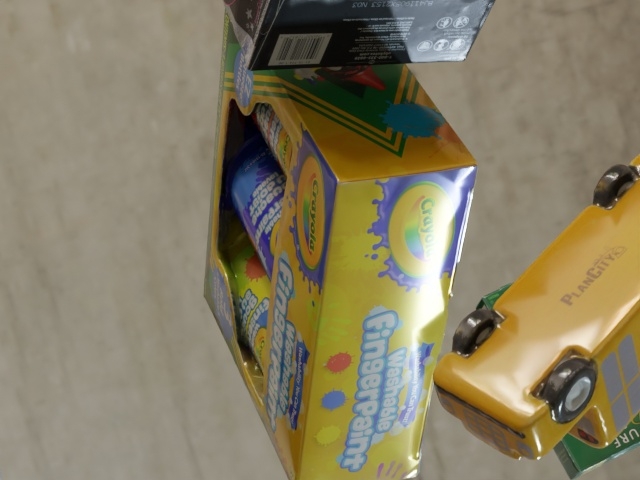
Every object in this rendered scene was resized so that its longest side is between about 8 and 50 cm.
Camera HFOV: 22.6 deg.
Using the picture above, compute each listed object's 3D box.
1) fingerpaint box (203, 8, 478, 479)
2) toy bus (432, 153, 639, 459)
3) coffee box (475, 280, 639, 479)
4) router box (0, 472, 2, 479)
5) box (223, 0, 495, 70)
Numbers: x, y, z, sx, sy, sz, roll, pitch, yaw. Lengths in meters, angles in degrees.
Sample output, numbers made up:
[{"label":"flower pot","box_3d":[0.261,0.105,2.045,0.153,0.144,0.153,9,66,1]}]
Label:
[{"label":"fingerpaint box","box_3d":[0.000,0.000,1.803,0.371,0.163,0.444,-119,-152,-46]},{"label":"toy bus","box_3d":[0.240,0.047,1.286,0.108,0.333,0.130,28,-27,38]},{"label":"coffee box","box_3d":[0.232,0.113,1.454,0.184,0.113,0.040,61,-17,16]},{"label":"router box","box_3d":[-0.562,0.469,2.310,0.082,0.301,0.335,-1,-77,23]},{"label":"box","box_3d":[0.039,-0.274,1.595,0.163,0.247,0.142,115,-37,-50]}]
